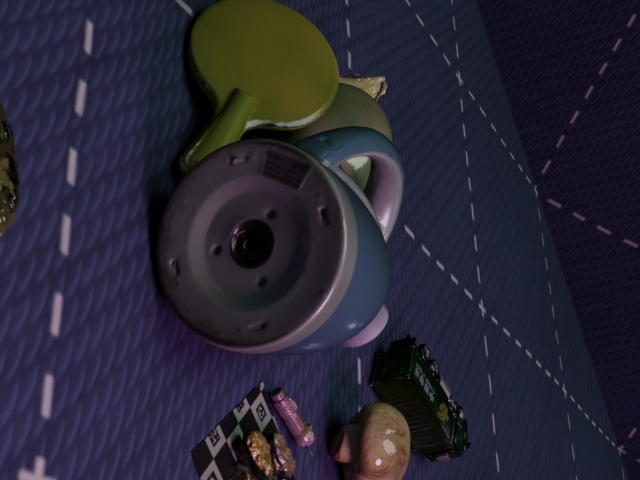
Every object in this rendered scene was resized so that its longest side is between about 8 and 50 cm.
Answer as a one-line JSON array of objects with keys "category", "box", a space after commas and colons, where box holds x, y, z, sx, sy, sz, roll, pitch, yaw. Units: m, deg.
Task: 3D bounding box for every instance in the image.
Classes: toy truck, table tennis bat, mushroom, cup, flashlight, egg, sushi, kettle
[{"category": "toy truck", "box": [0.183, 0.289, 1.731, 0.259, 0.088, 0.121, 58, 28, -30]}, {"category": "table tennis bat", "box": [-0.100, -0.205, 1.352, 0.224, 0.054, 0.369, 28, 53, -7]}, {"category": "mushroom", "box": [0.076, 0.313, 1.456, 0.112, 0.148, 0.148, 20, 48, -13]}, {"category": "cup", "box": [0.023, 0.085, 1.520, 0.099, 0.136, 0.133, -49, 127, -21]}, {"category": "flashlight", "box": [-0.035, 0.247, 1.348, 0.110, 0.031, 0.052, 62, -5, -24]}, {"category": "egg", "box": [0.011, -0.123, 1.469, 0.188, 0.188, 0.254, 52, 42, -41]}, {"category": "sushi", "box": [-0.071, 0.300, 1.235, 0.210, 0.040, 0.193, -32, 106, -65]}, {"category": "kettle", "box": [0.000, 0.000, 1.261, 0.319, 0.247, 0.342, -58, 155, 4]}]

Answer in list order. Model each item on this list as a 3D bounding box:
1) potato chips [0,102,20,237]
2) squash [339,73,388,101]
[{"category": "potato chips", "box": [-0.344, -0.086, 0.884, 0.202, 0.029, 0.220, -25, 97, -68]}, {"category": "squash", "box": [0.045, -0.150, 1.655, 0.169, 0.093, 0.252, -5, 77, -20]}]
